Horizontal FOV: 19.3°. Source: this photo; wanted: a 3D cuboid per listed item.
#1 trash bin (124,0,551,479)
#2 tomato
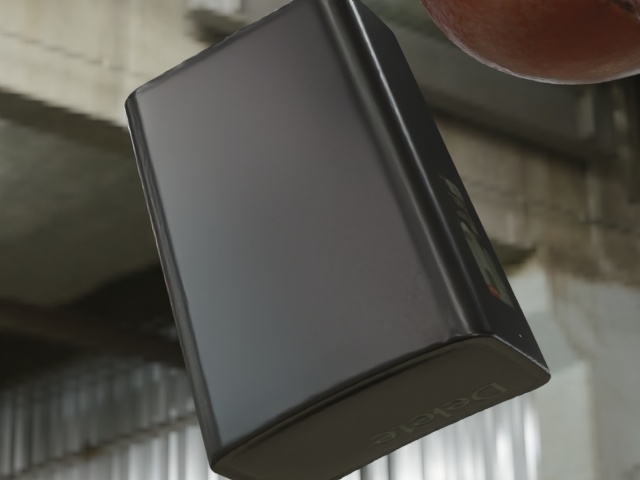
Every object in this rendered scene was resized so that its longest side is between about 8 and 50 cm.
[{"bbox_3d":[0.000,0.000,1.022,0.165,0.225,0.115,-28,-27,17],"label":"trash bin"},{"bbox_3d":[0.141,-0.239,1.444,0.144,0.338,0.338,-38,-37,27],"label":"tomato"}]
